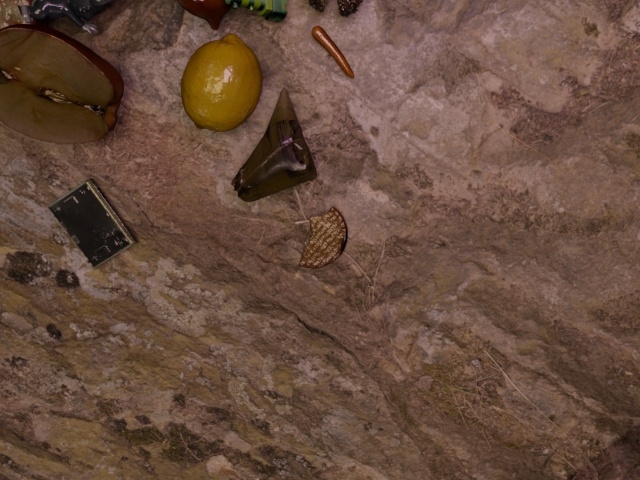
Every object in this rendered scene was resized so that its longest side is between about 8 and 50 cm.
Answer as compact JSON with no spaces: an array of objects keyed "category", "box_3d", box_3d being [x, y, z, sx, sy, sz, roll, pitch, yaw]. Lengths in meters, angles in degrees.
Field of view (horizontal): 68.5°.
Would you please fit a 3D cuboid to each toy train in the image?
[{"category":"toy train","box_3d":[-0.190,-0.706,1.331,0.200,0.083,0.132,-5,91,-30]}]

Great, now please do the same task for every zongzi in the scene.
[{"category":"zongzi","box_3d":[-0.178,-0.296,1.493,0.274,0.145,0.299,-19,89,15]}]

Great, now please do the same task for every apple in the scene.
[{"category":"apple","box_3d":[-0.786,-0.452,1.393,0.365,0.329,0.295,16,83,-18]}]

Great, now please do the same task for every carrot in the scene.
[{"category":"carrot","box_3d":[0.043,-0.569,1.424,0.037,0.037,0.190,-40,102,15]}]

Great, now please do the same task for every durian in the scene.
[{"category":"durian","box_3d":[0.044,-0.726,1.301,0.196,0.166,0.196,-3,142,-2]}]

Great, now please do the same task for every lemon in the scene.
[{"category":"lemon","box_3d":[-0.289,-0.453,1.386,0.236,0.236,0.263,39,123,-8]}]

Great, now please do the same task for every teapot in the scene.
[{"category":"teapot","box_3d":[-0.357,-0.734,1.355,0.135,0.178,0.252,-25,97,51]}]

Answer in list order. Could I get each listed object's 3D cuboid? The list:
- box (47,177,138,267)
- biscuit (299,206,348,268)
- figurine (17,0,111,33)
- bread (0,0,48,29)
[{"category":"box","box_3d":[-0.799,-0.055,1.645,0.211,0.045,0.270,-28,103,11]},{"category":"biscuit","box_3d":[0.000,0.000,1.610,0.229,0.031,0.176,-36,101,16]},{"category":"figurine","box_3d":[-0.740,-0.712,1.364,0.193,0.265,0.140,54,143,19]},{"category":"bread","box_3d":[-1.004,-0.682,1.427,0.328,0.114,0.295,-36,100,15]}]
